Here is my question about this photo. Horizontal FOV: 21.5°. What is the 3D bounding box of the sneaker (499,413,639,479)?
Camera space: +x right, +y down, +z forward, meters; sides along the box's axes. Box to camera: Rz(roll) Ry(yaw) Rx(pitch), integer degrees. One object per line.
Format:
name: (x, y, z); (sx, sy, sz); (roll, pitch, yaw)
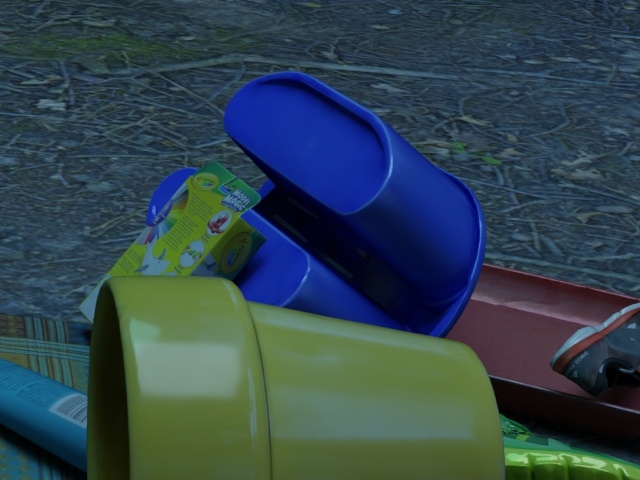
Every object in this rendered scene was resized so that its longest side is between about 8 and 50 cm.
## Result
sneaker: (0.152, 0.177, 1.293); (0.296, 0.109, 0.123); (13, 26, 17)

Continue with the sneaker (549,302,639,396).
sneaker: (0.263, 0.104, 1.481); (0.158, 0.061, 0.065); (-19, 59, -46)

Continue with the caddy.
caddy: (0.000, 0.000, 1.530); (0.179, 0.241, 0.341); (40, -1, -37)

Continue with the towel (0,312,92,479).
towel: (-0.231, 0.144, 1.333); (0.271, 0.040, 0.370); (9, 18, -15)

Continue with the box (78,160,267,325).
box: (-0.122, 0.019, 1.452); (0.043, 0.179, 0.105); (39, 0, -37)

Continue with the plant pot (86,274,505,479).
plant pot: (-0.020, 0.147, 1.084); (0.239, 0.254, 0.254); (-1, 22, -14)

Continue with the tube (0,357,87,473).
tube: (-0.221, 0.122, 1.274); (0.207, 0.052, 0.080); (21, 10, 38)

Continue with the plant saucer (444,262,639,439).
plant saucer: (0.212, 0.103, 1.583); (0.258, 0.047, 0.259); (13, 22, 16)
